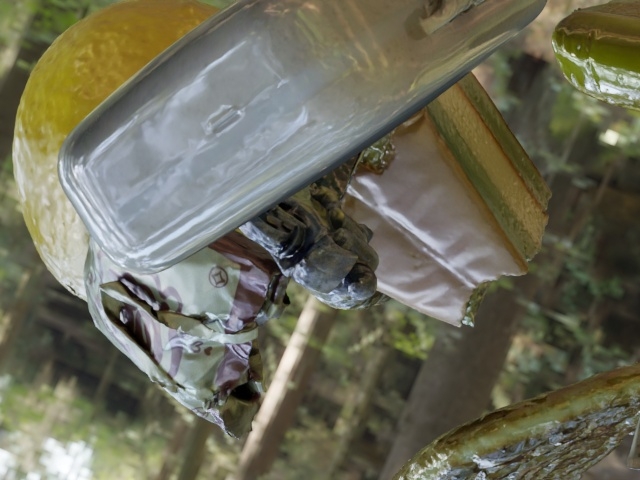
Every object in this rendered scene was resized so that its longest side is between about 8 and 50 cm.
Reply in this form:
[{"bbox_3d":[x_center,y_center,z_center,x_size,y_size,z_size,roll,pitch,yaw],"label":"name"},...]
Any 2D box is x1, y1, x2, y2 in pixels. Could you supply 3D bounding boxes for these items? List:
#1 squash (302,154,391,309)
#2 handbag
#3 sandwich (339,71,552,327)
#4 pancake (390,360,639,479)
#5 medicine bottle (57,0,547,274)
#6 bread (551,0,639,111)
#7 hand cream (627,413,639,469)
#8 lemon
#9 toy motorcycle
[{"bbox_3d":[0.064,-0.027,1.937,0.252,0.252,0.165,27,-161,-52],"label":"squash"},{"bbox_3d":[-0.130,0.041,1.342,0.235,0.213,0.127,33,-136,26],"label":"handbag"},{"bbox_3d":[0.133,-0.057,1.461,0.198,0.227,0.155,24,-141,-1],"label":"sandwich"},{"bbox_3d":[0.248,0.249,1.779,0.305,0.427,0.067,6,-129,-41],"label":"pancake"},{"bbox_3d":[0.000,-0.114,1.005,0.123,0.282,0.375,54,-149,-3],"label":"medicine bottle"},{"bbox_3d":[0.423,-0.179,1.604,0.166,0.112,0.384,-18,-155,-40],"label":"bread"},{"bbox_3d":[0.344,0.153,1.489,0.057,0.165,0.037,2,151,28],"label":"hand cream"},{"bbox_3d":[-0.163,-0.083,1.558,0.336,0.336,0.336,23,177,1],"label":"lemon"},{"bbox_3d":[0.000,0.000,1.200,0.124,0.061,0.193,41,-166,9],"label":"toy motorcycle"}]
